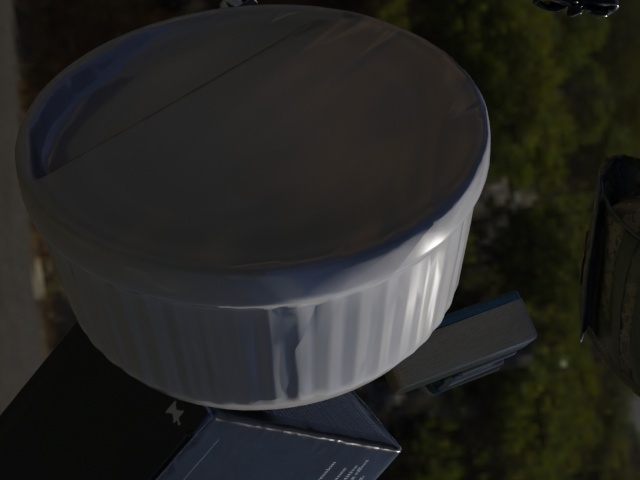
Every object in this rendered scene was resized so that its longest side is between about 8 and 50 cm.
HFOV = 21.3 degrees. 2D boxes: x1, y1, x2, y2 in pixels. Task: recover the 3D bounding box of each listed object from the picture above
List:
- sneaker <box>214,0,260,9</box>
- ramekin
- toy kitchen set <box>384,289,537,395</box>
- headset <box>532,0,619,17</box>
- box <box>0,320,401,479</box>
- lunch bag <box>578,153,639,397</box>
[{"bbox_3d":[-0.139,-0.245,2.247,0.234,0.106,0.078,-39,157,-32],"label":"sneaker"},{"bbox_3d":[-0.036,-0.018,0.996,0.273,0.273,0.127,-90,177,-51],"label":"ramekin"},{"bbox_3d":[0.081,0.046,1.475,0.207,0.122,0.166,111,-42,-76],"label":"toy kitchen set"},{"bbox_3d":[0.389,-0.479,2.182,0.243,0.185,0.394,-133,-130,-60],"label":"headset"},{"bbox_3d":[-0.152,0.249,1.913,0.212,0.293,0.395,48,15,30],"label":"box"},{"bbox_3d":[0.430,0.049,2.224,0.287,0.169,0.235,-132,-143,-51],"label":"lunch bag"}]
